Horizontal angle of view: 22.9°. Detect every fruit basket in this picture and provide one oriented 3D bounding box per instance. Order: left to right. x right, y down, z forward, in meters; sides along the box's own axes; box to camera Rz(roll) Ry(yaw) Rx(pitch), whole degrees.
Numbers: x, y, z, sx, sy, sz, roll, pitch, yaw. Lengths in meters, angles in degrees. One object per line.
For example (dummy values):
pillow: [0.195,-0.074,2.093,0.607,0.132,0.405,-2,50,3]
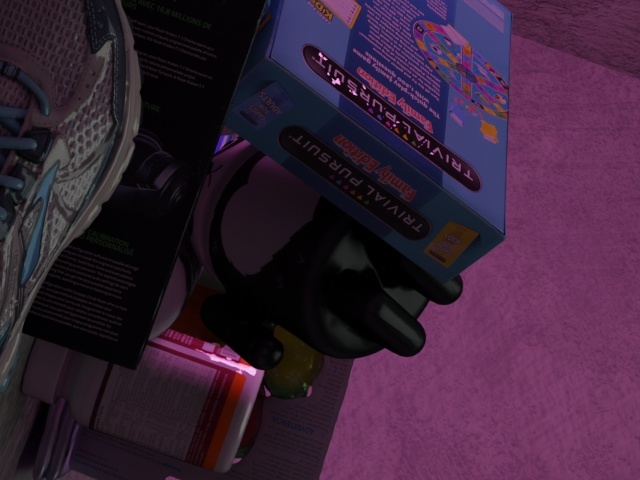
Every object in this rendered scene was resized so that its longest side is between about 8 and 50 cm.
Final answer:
fruit basket: [-0.100,0.130,1.747,0.165,0.327,0.353,13,90,-58]

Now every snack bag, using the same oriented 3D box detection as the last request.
snack bag: [-0.275,0.123,1.923,0.323,0.037,0.342,125,-18,-84]

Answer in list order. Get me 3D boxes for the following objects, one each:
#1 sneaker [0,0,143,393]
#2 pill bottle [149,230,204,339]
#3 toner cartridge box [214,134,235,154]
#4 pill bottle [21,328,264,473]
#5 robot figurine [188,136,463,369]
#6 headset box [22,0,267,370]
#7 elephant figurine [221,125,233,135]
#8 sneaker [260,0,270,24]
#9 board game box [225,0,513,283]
sneaker: [-0.170,-0.014,0.785,0.122,0.110,0.283,-38,147,-85]
pill bottle: [-0.175,0.003,1.585,0.245,0.130,0.130,-71,-179,-72]
toner cartridge box: [-0.164,-0.138,2.205,0.165,0.075,0.347,107,3,-83]
pill bottle: [-0.177,0.143,1.585,0.121,0.221,0.121,-160,-90,-89]
robot figurine: [-0.002,0.000,1.447,0.209,0.278,0.173,-23,126,-31]
headset box: [-0.118,-0.099,0.963,0.246,0.131,0.283,-103,-147,-78]
elephant figurine: [-0.094,-0.243,1.679,0.239,0.186,0.169,-86,155,-45]
sneaker: [-0.103,-0.187,1.180,0.240,0.126,0.091,-72,-178,-51]
board game box: [0.048,-0.158,1.372,0.079,0.254,0.336,-40,-155,34]
